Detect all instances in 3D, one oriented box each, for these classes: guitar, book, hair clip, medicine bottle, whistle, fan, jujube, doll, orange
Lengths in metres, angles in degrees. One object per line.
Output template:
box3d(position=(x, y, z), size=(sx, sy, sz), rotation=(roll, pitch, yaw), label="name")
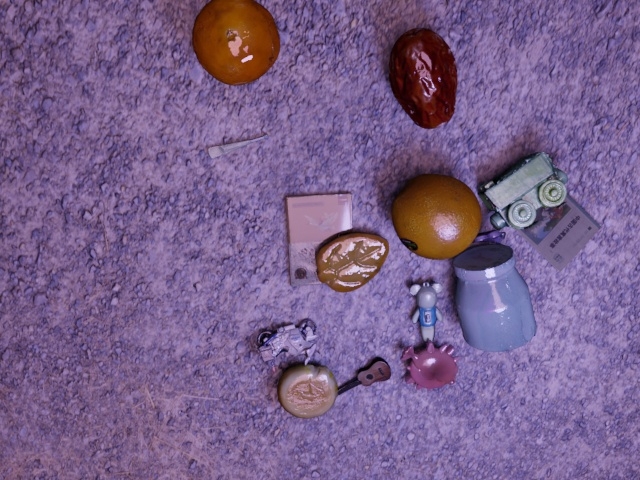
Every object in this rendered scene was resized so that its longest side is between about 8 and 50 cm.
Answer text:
box3d(position=(0.126, 0.510, 1.938), size=(0.271, 0.038, 0.084), rotation=(-29, 102, 9), label="guitar")
box3d(position=(0.792, -0.057, 1.840), size=(0.283, 0.025, 0.215), rotation=(38, 99, -13), label="book")
box3d(position=(0.000, 0.000, 1.781), size=(0.217, 0.021, 0.310), rotation=(-4, 107, -5), label="book")
box3d(position=(0.507, 0.004, 1.758), size=(0.195, 0.124, 0.052), rotation=(-14, 87, 34), label="hair clip")
box3d(position=(0.561, 0.180, 1.773), size=(0.245, 0.245, 0.290), rotation=(-17, 108, 0), label="medicine bottle")
box3d(position=(0.369, 0.246, 1.867), size=(0.114, 0.077, 0.235), rotation=(-6, 113, 4), label="whistle")
box3d(position=(-0.252, -0.294, 1.670), size=(0.193, 0.016, 0.038), rotation=(-16, 110, 0), label="fan")
box3d(position=(0.307, -0.473, 1.588), size=(0.197, 0.197, 0.290), rotation=(-24, 122, 2), label="jujube")
box3d(position=(0.389, 0.446, 1.913), size=(0.262, 0.093, 0.211), rotation=(28, 109, -21), label="doll")
box3d(position=(0.355, -0.076, 1.669), size=(0.274, 0.274, 0.274), rotation=(-2, 107, -5), label="orange")
box3d(position=(-0.233, -0.551, 1.491), size=(0.240, 0.240, 0.240), rotation=(-2, 107, -5), label="orange")

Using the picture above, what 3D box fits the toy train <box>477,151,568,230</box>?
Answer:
box3d(position=(0.646, -0.152, 1.723), size=(0.272, 0.159, 0.188), rotation=(-37, 90, 7), label="toy train")

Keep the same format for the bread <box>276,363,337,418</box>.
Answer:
box3d(position=(-0.045, 0.522, 1.889), size=(0.213, 0.105, 0.213), rotation=(-1, 97, -7), label="bread")

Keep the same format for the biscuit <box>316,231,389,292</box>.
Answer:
box3d(position=(0.108, 0.066, 1.780), size=(0.260, 0.041, 0.203), rotation=(-27, 108, 4), label="biscuit")

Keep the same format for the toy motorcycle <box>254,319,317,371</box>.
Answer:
box3d(position=(-0.109, 0.363, 1.845), size=(0.221, 0.102, 0.150), rotation=(-14, 87, -4), label="toy motorcycle")
